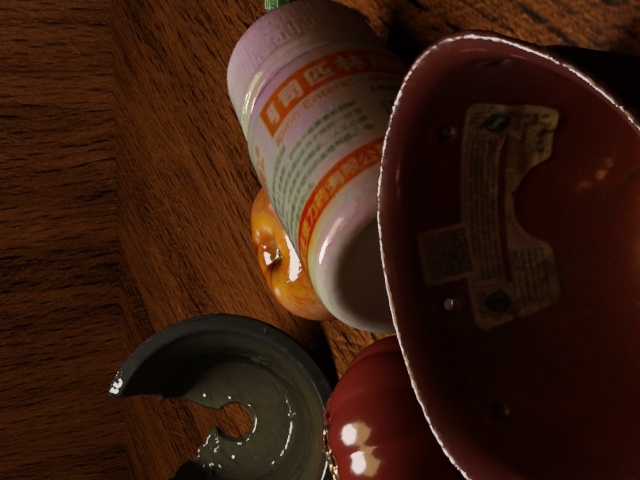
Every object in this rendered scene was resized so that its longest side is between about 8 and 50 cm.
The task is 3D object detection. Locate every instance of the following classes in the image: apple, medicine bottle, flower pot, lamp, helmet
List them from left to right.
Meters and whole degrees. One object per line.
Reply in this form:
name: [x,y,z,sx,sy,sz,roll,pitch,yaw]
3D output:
flower pot: [-0.136,0.302,1.995,0.251,0.379,0.379,45,-144,-86]
apple: [0.000,0.000,1.627,0.209,0.164,0.209,170,90,-70]
medicine bottle: [0.039,-0.096,1.391,0.388,0.219,0.219,-116,26,-48]
lamp: [0.103,0.209,1.309,0.227,0.227,0.226,172,90,-72]
helmet: [0.220,0.014,0.868,0.385,0.230,0.337,22,119,60]

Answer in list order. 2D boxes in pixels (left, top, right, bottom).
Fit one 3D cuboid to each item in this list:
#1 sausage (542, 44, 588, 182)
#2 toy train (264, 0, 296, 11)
sausage: [0.185,-0.064,1.099,0.254,0.148,0.148,119,140,-55]
toy train: [-0.058,-0.379,1.856,0.056,0.038,0.093,35,130,58]
